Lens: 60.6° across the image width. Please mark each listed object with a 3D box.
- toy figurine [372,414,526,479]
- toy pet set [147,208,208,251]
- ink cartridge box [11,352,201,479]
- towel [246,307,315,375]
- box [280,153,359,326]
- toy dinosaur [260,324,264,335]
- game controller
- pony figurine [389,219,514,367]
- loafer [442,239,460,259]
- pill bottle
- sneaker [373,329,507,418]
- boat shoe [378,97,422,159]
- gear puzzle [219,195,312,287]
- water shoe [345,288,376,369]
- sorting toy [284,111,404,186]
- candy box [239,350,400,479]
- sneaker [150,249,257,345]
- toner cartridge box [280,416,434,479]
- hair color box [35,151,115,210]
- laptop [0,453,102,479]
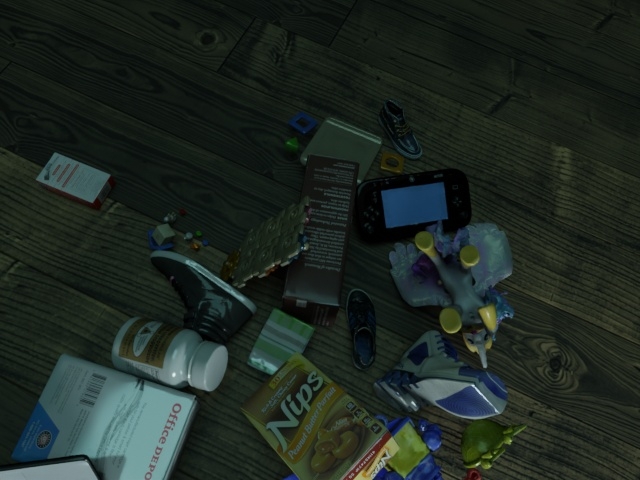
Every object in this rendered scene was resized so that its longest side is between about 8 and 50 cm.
[{"bbox_3d":[0.205,0.422,1.115,0.362,0.191,0.217,-38,70,-20],"label":"toy figurine"},{"bbox_3d":[-0.375,-0.006,1.408,0.114,0.065,0.122,-21,69,-50],"label":"toy pet set"},{"bbox_3d":[-0.443,0.403,1.175,0.307,0.129,0.223,18,67,2],"label":"ink cartridge box"},{"bbox_3d":[-0.094,0.247,1.281,0.113,0.023,0.152,26,99,-3],"label":"towel"},{"bbox_3d":[0.000,0.000,1.351,0.143,0.191,0.381,11,67,0],"label":"box"},{"bbox_3d":[-0.111,0.241,1.333,0.090,0.047,0.082,7,51,-38],"label":"toy dinosaur"},{"bbox_3d":[0.246,-0.094,1.453,0.319,0.067,0.166,-9,104,-11],"label":"game controller"},{"bbox_3d":[0.315,0.099,1.269,0.303,0.363,0.351,-20,62,13],"label":"pony figurine"},{"bbox_3d":[0.393,0.034,1.443,0.170,0.062,0.061,-1,75,5],"label":"loafer"},{"bbox_3d":[-0.331,0.256,1.218,0.229,0.131,0.131,11,66,17],"label":"pill bottle"},{"bbox_3d":[0.268,0.279,1.218,0.127,0.315,0.182,50,55,-18],"label":"sneaker"},{"bbox_3d":[0.229,-0.317,1.563,0.065,0.083,0.183,-31,73,-16],"label":"boat shoe"},{"bbox_3d":[-0.136,0.032,1.285,0.044,0.339,0.175,33,48,-30],"label":"gear puzzle"},{"bbox_3d":[0.107,0.207,1.330,0.073,0.080,0.203,-4,67,-7],"label":"water shoe"},{"bbox_3d":[0.060,-0.241,1.526,0.348,0.047,0.196,24,55,7],"label":"sorting toy"},{"bbox_3d":[-0.011,0.389,1.145,0.183,0.087,0.316,-42,40,-16],"label":"candy box"},{"bbox_3d":[-0.312,0.143,1.309,0.296,0.104,0.147,32,63,4],"label":"sneaker"},{"bbox_3d":[0.060,0.539,1.188,0.348,0.075,0.165,-23,71,-14],"label":"toner cartridge box"},{"bbox_3d":[-0.642,-0.155,1.440,0.167,0.053,0.093,23,68,4],"label":"hair color box"},{"bbox_3d":[-0.581,0.616,0.996,0.382,0.408,0.236,-6,42,-7],"label":"laptop"}]
